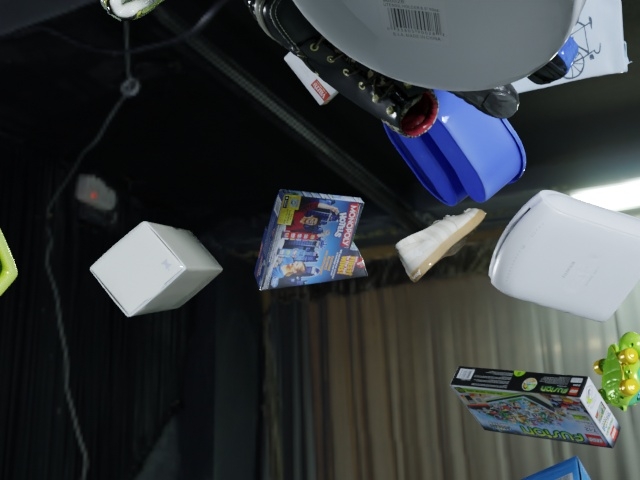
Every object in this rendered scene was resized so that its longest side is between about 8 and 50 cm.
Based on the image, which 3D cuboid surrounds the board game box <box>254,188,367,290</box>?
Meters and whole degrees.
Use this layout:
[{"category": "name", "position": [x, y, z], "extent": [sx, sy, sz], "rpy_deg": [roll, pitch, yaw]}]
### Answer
[{"category": "board game box", "position": [0.000, 0.000, 1.525], "extent": [0.194, 0.060, 0.194], "rpy_deg": [5, -60, -21]}]

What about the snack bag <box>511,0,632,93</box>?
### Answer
[{"category": "snack bag", "position": [0.498, -0.495, 1.870], "extent": [0.342, 0.323, 0.037], "rpy_deg": [-12, 16, -7]}]

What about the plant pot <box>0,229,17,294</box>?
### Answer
[{"category": "plant pot", "position": [-0.586, 0.020, 1.159], "extent": [0.207, 0.227, 0.228], "rpy_deg": [5, -51, 23]}]

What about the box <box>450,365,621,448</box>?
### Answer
[{"category": "box", "position": [0.292, 0.227, 1.191], "extent": [0.207, 0.036, 0.114], "rpy_deg": [-4, -47, 47]}]

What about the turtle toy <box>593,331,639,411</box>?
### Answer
[{"category": "turtle toy", "position": [0.473, 0.201, 1.334], "extent": [0.066, 0.130, 0.095], "rpy_deg": [15, -24, -12]}]

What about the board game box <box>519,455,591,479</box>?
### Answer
[{"category": "board game box", "position": [0.291, 0.500, 1.191], "extent": [0.308, 0.302, 0.086], "rpy_deg": [-29, 3, 17]}]

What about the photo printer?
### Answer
[{"category": "photo printer", "position": [0.531, 0.032, 1.853], "extent": [0.307, 0.107, 0.256], "rpy_deg": [17, -56, -14]}]

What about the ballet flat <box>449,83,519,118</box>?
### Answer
[{"category": "ballet flat", "position": [0.175, -0.208, 1.074], "extent": [0.173, 0.049, 0.057], "rpy_deg": [34, -66, -18]}]

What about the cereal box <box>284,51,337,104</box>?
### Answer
[{"category": "cereal box", "position": [0.036, -0.509, 2.353], "extent": [0.240, 0.173, 0.047], "rpy_deg": [-41, -6, 28]}]

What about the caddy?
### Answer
[{"category": "caddy", "position": [0.300, -0.237, 1.896], "extent": [0.341, 0.179, 0.241], "rpy_deg": [53, -21, -16]}]

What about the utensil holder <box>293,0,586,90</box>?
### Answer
[{"category": "utensil holder", "position": [0.160, -0.394, 0.870], "extent": [0.327, 0.385, 0.328], "rpy_deg": [20, -28, 11]}]

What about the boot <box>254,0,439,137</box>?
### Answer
[{"category": "boot", "position": [0.038, -0.216, 1.013], "extent": [0.085, 0.178, 0.236], "rpy_deg": [-51, -27, 6]}]

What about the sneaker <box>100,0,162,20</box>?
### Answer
[{"category": "sneaker", "position": [-0.223, -0.506, 1.416], "extent": [0.145, 0.147, 0.385], "rpy_deg": [29, -65, -28]}]

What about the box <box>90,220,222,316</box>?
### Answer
[{"category": "box", "position": [-0.242, 0.044, 1.323], "extent": [0.113, 0.094, 0.275], "rpy_deg": [-41, -5, 1]}]

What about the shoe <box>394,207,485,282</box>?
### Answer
[{"category": "shoe", "position": [0.180, -0.009, 1.280], "extent": [0.219, 0.058, 0.076], "rpy_deg": [-32, -19, -50]}]

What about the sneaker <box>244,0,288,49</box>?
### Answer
[{"category": "sneaker", "position": [-0.077, -0.476, 1.278], "extent": [0.182, 0.410, 0.158], "rpy_deg": [-36, 3, -21]}]

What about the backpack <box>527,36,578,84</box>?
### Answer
[{"category": "backpack", "position": [0.367, -0.325, 1.426], "extent": [0.120, 0.101, 0.098], "rpy_deg": [42, -24, -17]}]
